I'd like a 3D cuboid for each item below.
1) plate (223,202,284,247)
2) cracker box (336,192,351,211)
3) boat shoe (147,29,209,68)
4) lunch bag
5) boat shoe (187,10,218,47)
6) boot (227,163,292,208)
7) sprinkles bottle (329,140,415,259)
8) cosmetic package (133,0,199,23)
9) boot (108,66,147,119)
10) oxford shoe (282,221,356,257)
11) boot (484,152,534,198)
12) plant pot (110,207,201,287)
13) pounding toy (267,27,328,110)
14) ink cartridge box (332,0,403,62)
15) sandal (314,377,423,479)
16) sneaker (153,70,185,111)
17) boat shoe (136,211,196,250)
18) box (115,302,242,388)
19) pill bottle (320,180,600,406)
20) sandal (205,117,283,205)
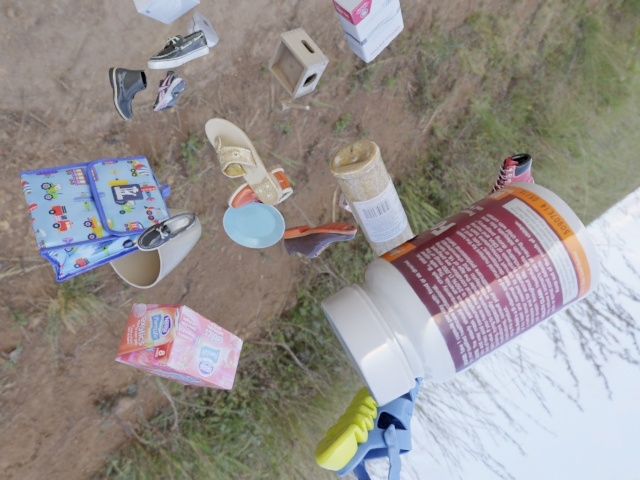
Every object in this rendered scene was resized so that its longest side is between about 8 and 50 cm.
[{"bbox_3d":[-0.202,-0.053,1.421,0.188,0.188,0.024,-36,-149,27],"label":"plate"},{"bbox_3d":[0.160,-0.230,1.928,0.232,0.067,0.156,-63,-164,5],"label":"cracker box"},{"bbox_3d":[-0.406,-0.542,1.315,0.078,0.070,0.219,15,-139,26],"label":"boat shoe"},{"bbox_3d":[-0.490,-0.071,1.073,0.293,0.221,0.138,-19,155,-23],"label":"lunch bag"},{"bbox_3d":[-0.435,-0.745,1.690,0.084,0.095,0.258,-46,-143,22],"label":"boat shoe"},{"bbox_3d":[-0.144,-0.109,1.119,0.158,0.084,0.059,-31,167,0],"label":"boot"},{"bbox_3d":[0.142,-0.069,1.128,0.121,0.355,0.121,-18,-139,16],"label":"sprinkles bottle"},{"bbox_3d":[-0.521,-0.839,1.507,0.151,0.184,0.151,-20,-178,24],"label":"cosmetic package"},{"bbox_3d":[-0.723,-0.562,1.793,0.137,0.198,0.077,3,-143,8],"label":"boot"},{"bbox_3d":[0.000,0.000,1.452,0.271,0.098,0.097,-4,-170,39],"label":"oxford shoe"},{"bbox_3d":[0.515,-0.149,1.365,0.244,0.176,0.088,-35,-134,-3],"label":"boot"},{"bbox_3d":[-0.548,-0.009,1.610,0.256,0.256,0.274,-36,-179,35],"label":"plant pot"},{"bbox_3d":[-0.060,-0.464,1.347,0.094,0.181,0.206,-34,172,-33],"label":"pounding toy"},{"bbox_3d":[0.097,-0.444,0.912,0.109,0.063,0.150,-44,158,1],"label":"ink cartridge box"},{"bbox_3d":[0.119,0.344,0.868,0.317,0.138,0.126,-34,169,-49],"label":"sandal"},{"bbox_3d":[-0.561,-0.547,1.700,0.178,0.077,0.072,-36,178,31],"label":"sneaker"},{"bbox_3d":[-0.302,-0.020,0.921,0.125,0.046,0.038,-28,-177,-29],"label":"boat shoe"},{"bbox_3d":[-0.340,0.274,1.177,0.154,0.142,0.300,-1,153,19],"label":"box"},{"bbox_3d":[0.214,0.086,0.761,0.392,0.224,0.224,-29,-179,-7],"label":"pill bottle"},{"bbox_3d":[-0.182,-0.169,1.036,0.088,0.240,0.079,-35,-169,33],"label":"sandal"}]
